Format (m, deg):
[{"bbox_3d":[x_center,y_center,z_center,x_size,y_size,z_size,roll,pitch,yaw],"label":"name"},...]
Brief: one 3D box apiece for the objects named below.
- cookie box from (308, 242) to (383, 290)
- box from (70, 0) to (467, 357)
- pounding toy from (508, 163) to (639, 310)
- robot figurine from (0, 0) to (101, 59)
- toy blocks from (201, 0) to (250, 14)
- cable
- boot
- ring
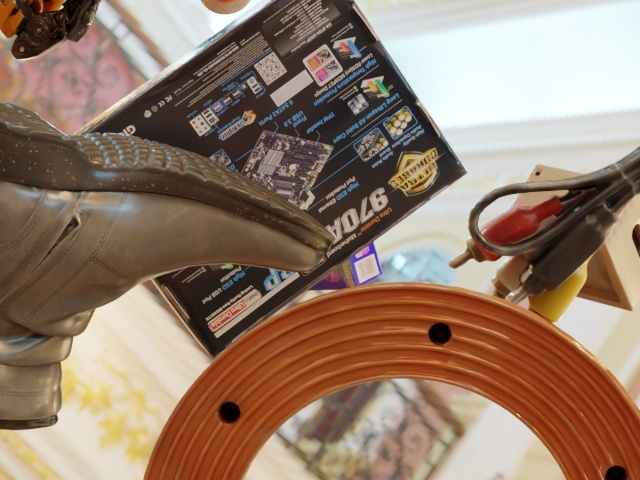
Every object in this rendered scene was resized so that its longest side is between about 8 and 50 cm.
[{"bbox_3d":[0.000,0.000,1.544,0.107,0.040,0.091,-4,-74,49],"label":"cookie box"},{"bbox_3d":[-0.038,-0.055,1.085,0.175,0.220,0.051,54,-5,-14],"label":"box"},{"bbox_3d":[0.256,-0.007,1.549,0.130,0.100,0.141,15,-29,37],"label":"pounding toy"},{"bbox_3d":[-0.236,-0.300,1.394,0.211,0.085,0.291,44,-62,9],"label":"robot figurine"},{"bbox_3d":[-0.118,-0.247,1.462,0.123,0.054,0.148,25,6,-6],"label":"toy blocks"},{"bbox_3d":[0.234,-0.042,1.368,0.139,0.287,0.072,46,6,-15],"label":"cable"},{"bbox_3d":[-0.125,0.024,0.844,0.247,0.161,0.083,14,11,-28],"label":"boot"},{"bbox_3d":[0.053,0.191,0.999,0.337,0.336,0.032,38,6,0],"label":"ring"}]
